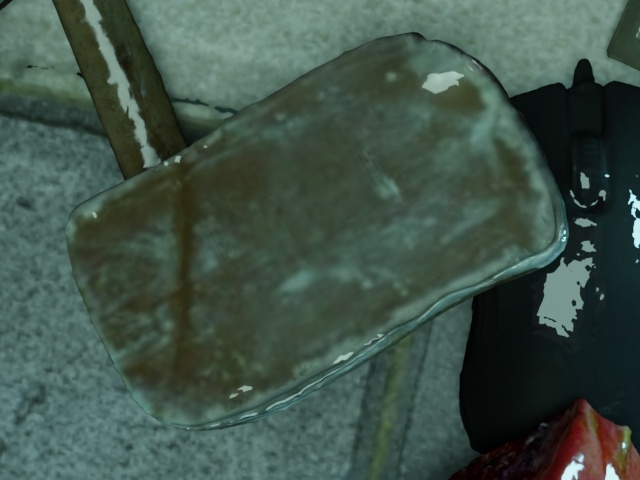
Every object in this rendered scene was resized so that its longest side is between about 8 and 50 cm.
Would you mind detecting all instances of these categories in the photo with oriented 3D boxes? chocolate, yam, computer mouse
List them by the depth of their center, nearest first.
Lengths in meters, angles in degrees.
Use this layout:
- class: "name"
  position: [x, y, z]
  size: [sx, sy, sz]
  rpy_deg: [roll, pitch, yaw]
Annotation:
- class: "chocolate"
  position: [0.001, 0.002, 0.774]
  size: [0.254, 0.080, 0.157]
  rpy_deg: [-29, 72, 3]
- class: "computer mouse"
  position: [0.152, 0.028, 0.808]
  size: [0.147, 0.088, 0.264]
  rpy_deg: [-3, 98, 3]
- class: "yam"
  position: [-0.096, -0.040, 0.833]
  size: [0.046, 0.046, 0.264]
  rpy_deg: [-21, 98, 9]

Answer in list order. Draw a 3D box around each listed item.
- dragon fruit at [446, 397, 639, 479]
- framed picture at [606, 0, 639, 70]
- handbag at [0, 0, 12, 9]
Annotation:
- class: "dragon fruit"
  position: [0.091, 0.267, 0.798]
  size: [0.205, 0.152, 0.317]
  rpy_deg: [44, 114, -13]
- class: "framed picture"
  position: [0.283, -0.199, 0.692]
  size: [0.024, 0.232, 0.315]
  rpy_deg: [7, 109, -37]
- class: "handbag"
  position: [-0.211, -0.195, 0.752]
  size: [0.298, 0.171, 0.151]
  rpy_deg: [-34, 95, 12]
